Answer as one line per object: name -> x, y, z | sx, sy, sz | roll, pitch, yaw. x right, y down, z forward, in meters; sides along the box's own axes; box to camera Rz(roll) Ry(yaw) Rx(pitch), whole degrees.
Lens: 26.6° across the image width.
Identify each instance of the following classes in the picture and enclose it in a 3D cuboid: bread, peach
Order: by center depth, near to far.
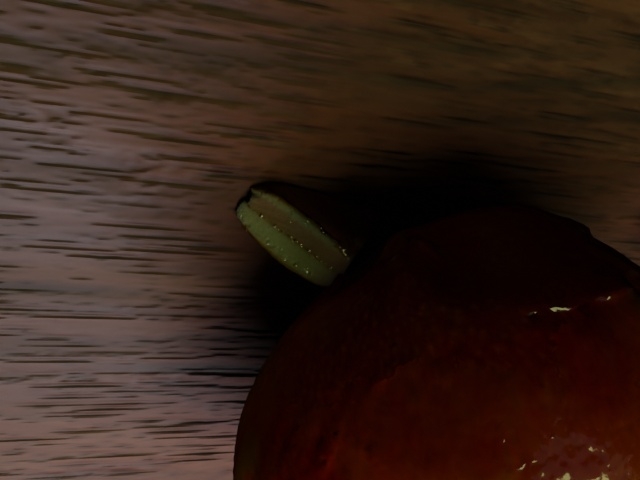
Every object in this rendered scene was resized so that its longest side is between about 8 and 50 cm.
bread -> 0.000, 0.000, 0.886 | 0.109, 0.062, 0.043 | 13, 127, -39
peach -> 0.115, 0.145, 0.945 | 0.290, 0.372, 0.373 | -44, 165, -53
